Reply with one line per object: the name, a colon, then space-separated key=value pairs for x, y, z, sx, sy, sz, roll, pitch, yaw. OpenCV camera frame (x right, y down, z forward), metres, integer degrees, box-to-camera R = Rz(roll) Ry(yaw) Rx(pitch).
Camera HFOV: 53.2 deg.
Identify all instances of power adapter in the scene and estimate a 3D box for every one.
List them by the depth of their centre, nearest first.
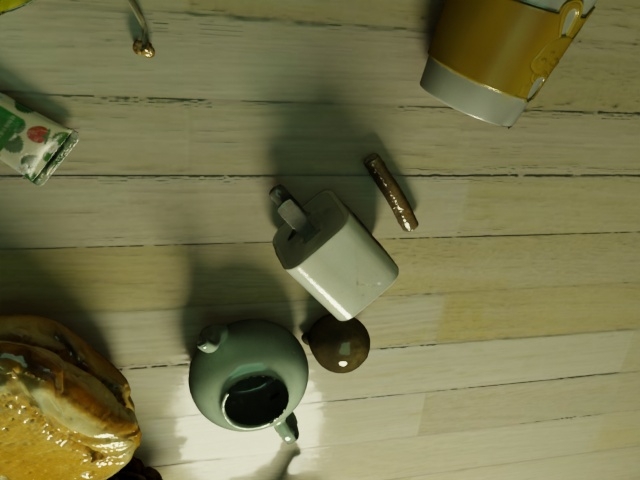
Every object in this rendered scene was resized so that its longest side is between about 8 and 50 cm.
power adapter: x=0.000 y=0.000 z=0.939 sx=0.125 sy=0.130 sz=0.205 roll=-40 pitch=121 yaw=6

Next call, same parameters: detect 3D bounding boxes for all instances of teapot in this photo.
teapot: x=-0.111 y=0.222 z=1.021 sx=0.193 sy=0.129 sz=0.294 roll=-32 pitch=120 yaw=2

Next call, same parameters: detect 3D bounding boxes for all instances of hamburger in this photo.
hamburger: x=-0.432 y=0.257 z=0.919 sx=0.284 sy=0.174 sz=0.304 roll=-34 pitch=121 yaw=5

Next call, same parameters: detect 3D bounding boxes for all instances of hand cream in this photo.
hand cream: x=-0.436 y=-0.170 z=0.770 sx=0.276 sy=0.059 sz=0.095 roll=35 pitch=105 yaw=-33

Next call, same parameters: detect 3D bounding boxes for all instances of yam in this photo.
yam: x=0.111 y=-0.073 z=0.992 sx=0.032 sy=0.032 sz=0.145 roll=-34 pitch=121 yaw=3

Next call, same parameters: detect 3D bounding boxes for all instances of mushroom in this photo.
mushroom: x=-0.272 y=-0.345 z=0.748 sx=0.026 sy=0.028 sz=0.286 roll=-3 pitch=127 yaw=34

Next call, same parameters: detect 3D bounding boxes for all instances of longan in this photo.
longan: x=0.025 y=0.170 z=1.060 sx=0.119 sy=0.106 sz=0.106 roll=-3 pitch=126 yaw=30

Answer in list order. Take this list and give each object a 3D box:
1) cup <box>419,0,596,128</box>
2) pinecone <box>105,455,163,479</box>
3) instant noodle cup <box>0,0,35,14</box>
cup: x=0.260 y=-0.284 z=0.861 sx=0.241 sy=0.185 sz=0.226 roll=-8 pitch=129 yaw=-48
pinecone: x=-0.328 y=0.482 z=1.032 sx=0.224 sy=0.272 sz=0.224 roll=0 pitch=88 yaw=13
instant noodle cup: x=-0.374 y=-0.315 z=0.644 sx=0.205 sy=0.205 sz=0.153 roll=-15 pitch=130 yaw=-9
